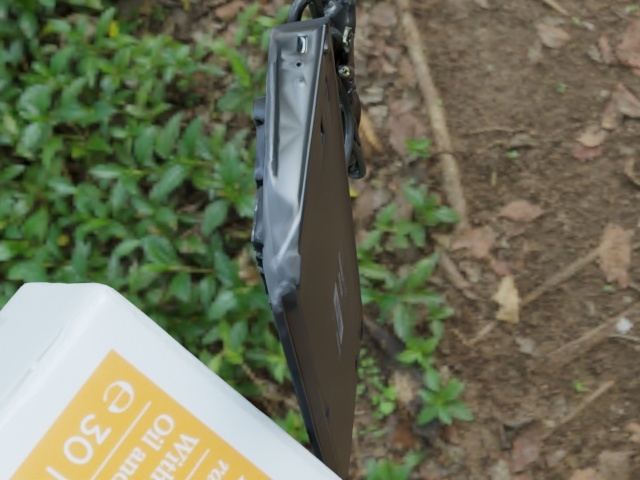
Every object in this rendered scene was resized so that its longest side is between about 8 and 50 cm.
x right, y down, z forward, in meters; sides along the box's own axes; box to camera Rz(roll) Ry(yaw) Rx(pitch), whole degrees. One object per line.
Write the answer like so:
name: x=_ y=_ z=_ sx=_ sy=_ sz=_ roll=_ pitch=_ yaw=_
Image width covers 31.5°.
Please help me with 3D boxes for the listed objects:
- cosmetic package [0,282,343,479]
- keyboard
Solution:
cosmetic package: x=-0.029 y=0.247 z=0.572 sx=0.230 sy=0.453 sz=0.161 roll=-54 pitch=20 yaw=-18
keyboard: x=0.000 y=0.000 z=0.567 sx=0.033 sy=0.317 sz=0.202 roll=4 pitch=63 yaw=6
